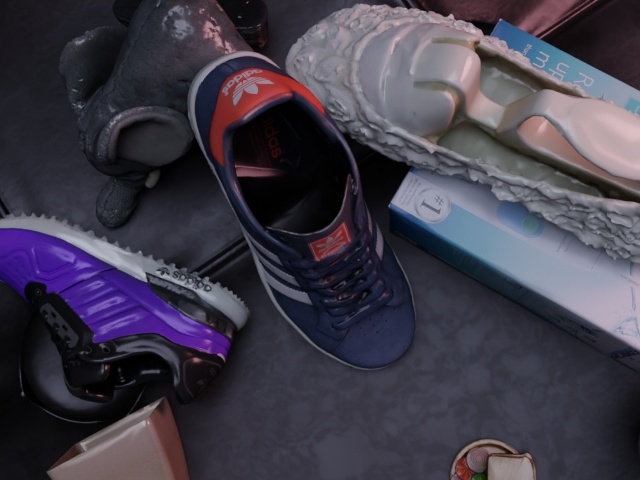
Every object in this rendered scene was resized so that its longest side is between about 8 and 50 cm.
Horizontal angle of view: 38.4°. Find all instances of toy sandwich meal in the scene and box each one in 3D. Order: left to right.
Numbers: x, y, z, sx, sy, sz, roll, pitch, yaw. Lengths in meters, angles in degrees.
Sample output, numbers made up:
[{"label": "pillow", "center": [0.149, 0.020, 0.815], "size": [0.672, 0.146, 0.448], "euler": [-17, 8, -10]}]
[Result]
[{"label": "toy sandwich meal", "center": [0.169, 0.234, 0.896], "size": [0.085, 0.029, 0.086], "euler": [-1, 80, 5]}]

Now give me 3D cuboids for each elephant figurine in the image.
[{"label": "elephant figurine", "center": [-0.172, -0.126, 0.882], "size": [0.239, 0.169, 0.186], "euler": [-37, 111, 3]}]

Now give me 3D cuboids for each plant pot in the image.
[{"label": "plant pot", "center": [-0.184, 0.228, 0.896], "size": [0.109, 0.109, 0.096], "euler": [-28, 91, 0]}]

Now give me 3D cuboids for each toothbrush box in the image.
[{"label": "toothbrush box", "center": [0.244, -0.038, 0.890], "size": [0.295, 0.126, 0.216], "euler": [31, 84, 8]}]

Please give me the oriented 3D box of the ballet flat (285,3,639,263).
[{"label": "ballet flat", "center": [0.158, -0.112, 0.779], "size": [0.408, 0.147, 0.147], "euler": [25, 83, 9]}]

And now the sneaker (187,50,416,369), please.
[{"label": "sneaker", "center": [0.000, 0.000, 0.821], "size": [0.131, 0.148, 0.350], "euler": [-36, 116, -6]}]

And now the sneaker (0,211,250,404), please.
[{"label": "sneaker", "center": [-0.230, 0.077, 0.904], "size": [0.293, 0.102, 0.146], "euler": [18, 64, 8]}]

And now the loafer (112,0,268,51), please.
[{"label": "loafer", "center": [-0.139, -0.231, 0.988], "size": [0.170, 0.061, 0.062], "euler": [11, 65, 8]}]

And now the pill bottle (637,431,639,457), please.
[{"label": "pill bottle", "center": [0.478, 0.226, 0.779], "size": [0.363, 0.210, 0.210], "euler": [39, 86, 10]}]
